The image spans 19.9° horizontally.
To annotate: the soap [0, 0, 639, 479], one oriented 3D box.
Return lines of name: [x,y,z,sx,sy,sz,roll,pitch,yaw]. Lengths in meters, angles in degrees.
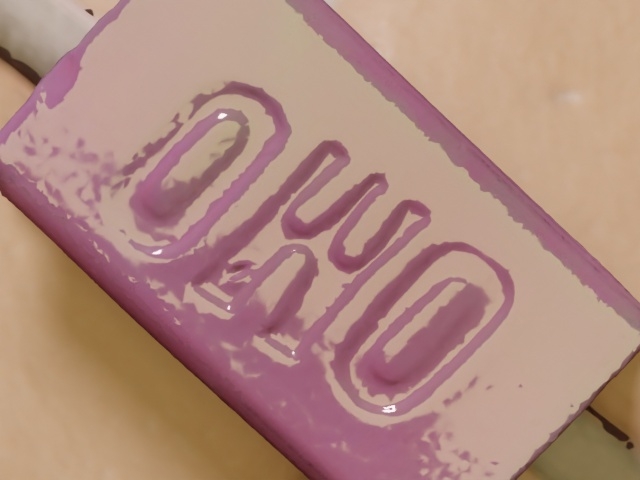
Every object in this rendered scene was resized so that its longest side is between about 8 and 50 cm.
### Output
soap: [0.000,0.000,0.610,0.203,0.065,0.122,42,95,-3]
